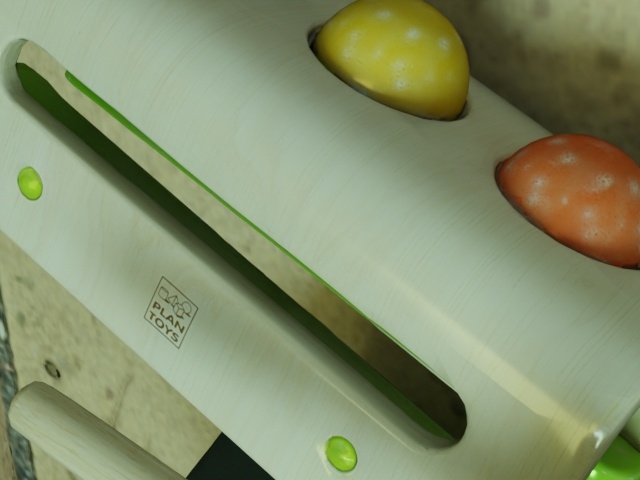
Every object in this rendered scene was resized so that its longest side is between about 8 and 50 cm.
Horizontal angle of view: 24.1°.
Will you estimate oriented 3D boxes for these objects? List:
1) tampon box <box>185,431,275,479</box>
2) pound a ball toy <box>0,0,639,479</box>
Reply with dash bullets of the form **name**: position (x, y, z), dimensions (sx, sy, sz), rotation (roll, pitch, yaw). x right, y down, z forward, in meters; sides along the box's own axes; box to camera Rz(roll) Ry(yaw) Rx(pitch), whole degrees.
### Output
- **tampon box**: position (-0.003, 0.149, 0.571), dimensions (0.120, 0.161, 0.101), rotation (28, 161, 30)
- **pound a ball toy**: position (0.000, 0.000, 0.466), dimensions (0.319, 0.208, 0.135), rotation (39, 120, 23)
